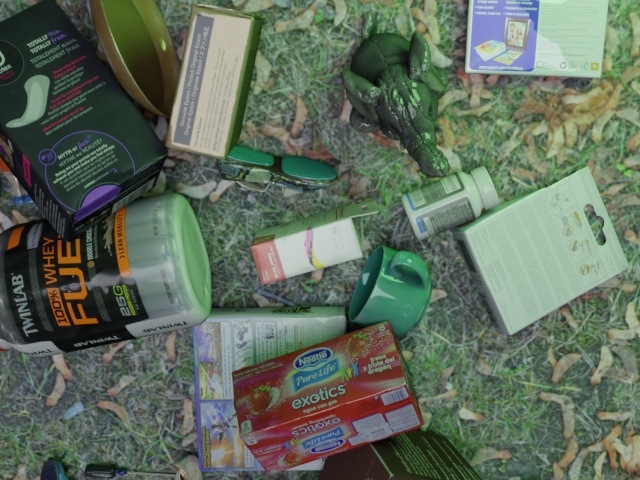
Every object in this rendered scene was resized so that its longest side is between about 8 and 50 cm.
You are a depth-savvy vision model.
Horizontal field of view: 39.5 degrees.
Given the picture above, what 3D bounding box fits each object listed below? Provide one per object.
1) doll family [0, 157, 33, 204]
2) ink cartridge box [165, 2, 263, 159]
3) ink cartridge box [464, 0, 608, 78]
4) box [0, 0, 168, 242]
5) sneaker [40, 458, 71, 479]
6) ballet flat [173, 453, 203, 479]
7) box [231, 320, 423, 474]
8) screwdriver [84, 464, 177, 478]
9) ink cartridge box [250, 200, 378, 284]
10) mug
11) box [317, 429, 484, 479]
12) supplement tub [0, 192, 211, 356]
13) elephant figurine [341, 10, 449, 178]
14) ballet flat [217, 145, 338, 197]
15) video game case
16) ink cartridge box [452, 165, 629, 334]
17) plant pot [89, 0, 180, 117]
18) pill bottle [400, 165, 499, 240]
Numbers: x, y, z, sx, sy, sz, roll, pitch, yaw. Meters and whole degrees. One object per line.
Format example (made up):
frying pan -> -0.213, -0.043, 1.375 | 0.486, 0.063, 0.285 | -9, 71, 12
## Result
doll family -> -0.518, -0.139, 1.363 | 0.263, 0.118, 0.163 | -8, 110, 21
ink cartridge box -> -0.144, -0.229, 1.256 | 0.088, 0.235, 0.193 | 11, 103, -3
ink cartridge box -> 0.320, -0.348, 1.316 | 0.206, 0.045, 0.208 | 3, 104, 1
box -> -0.357, -0.161, 1.216 | 0.165, 0.143, 0.270 | -36, 88, -23
sneaker -> -0.431, 0.438, 1.515 | 0.053, 0.059, 0.144 | -20, 86, 37
ballet flat -> -0.221, 0.443, 1.505 | 0.052, 0.057, 0.168 | -14, 99, -41
box -> 0.010, 0.237, 1.335 | 0.257, 0.123, 0.128 | -19, 136, 6
screwdriver -> -0.315, 0.393, 1.519 | 0.170, 0.024, 0.025 | 0, 74, -5
ink cartridge box -> 0.000, 0.000, 1.368 | 0.198, 0.115, 0.067 | -16, 101, 5
mug -> 0.116, 0.084, 1.365 | 0.097, 0.158, 0.129 | 23, 88, -9
box -> 0.125, 0.403, 1.403 | 0.203, 0.167, 0.168 | 18, 105, -27
supplement tub -> -0.348, 0.057, 1.342 | 0.338, 0.207, 0.207 | -12, 103, 4
elephant figurine -> 0.114, -0.209, 1.253 | 0.186, 0.239, 0.169 | 24, 103, -4
ballet flat -> -0.068, -0.101, 1.381 | 0.188, 0.070, 0.070 | 14, 103, 0
video game case -> -0.080, 0.242, 1.454 | 0.244, 0.061, 0.269 | -1, 103, 0
ink cartridge box -> 0.348, 0.015, 1.410 | 0.232, 0.066, 0.189 | -28, 102, -14
plant pot -> -0.259, -0.279, 1.248 | 0.032, 0.236, 0.236 | -18, 102, 12
pill bottle -> 0.199, -0.059, 1.370 | 0.137, 0.078, 0.078 | -22, 102, 6
